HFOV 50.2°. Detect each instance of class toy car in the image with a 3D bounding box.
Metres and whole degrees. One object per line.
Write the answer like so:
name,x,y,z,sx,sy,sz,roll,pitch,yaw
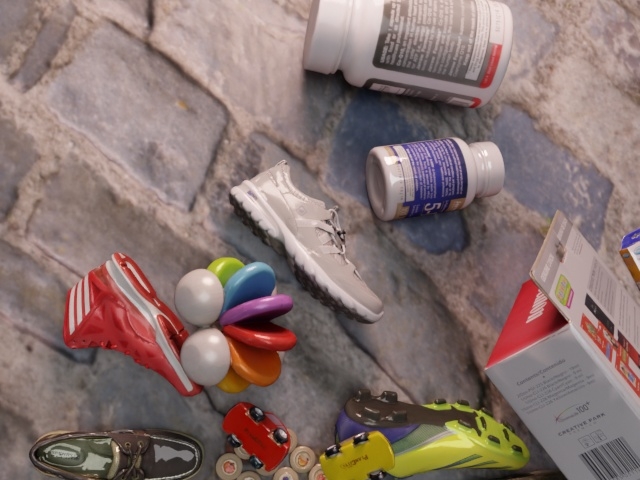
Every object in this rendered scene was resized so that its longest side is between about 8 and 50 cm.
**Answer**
toy car,-0.096,0.107,0.901,0.159,0.136,0.181,4,75,-53
toy car,-0.022,0.338,0.911,0.239,0.053,0.224,7,94,18

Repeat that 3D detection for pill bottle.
pill bottle,0.171,-0.096,1.021,0.187,0.112,0.111,-9,82,-11
pill bottle,0.125,-0.301,1.023,0.284,0.161,0.161,9,79,-9

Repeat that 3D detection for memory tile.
memory tile,-0.062,0.324,0.957,0.148,0.012,0.113,43,76,-1

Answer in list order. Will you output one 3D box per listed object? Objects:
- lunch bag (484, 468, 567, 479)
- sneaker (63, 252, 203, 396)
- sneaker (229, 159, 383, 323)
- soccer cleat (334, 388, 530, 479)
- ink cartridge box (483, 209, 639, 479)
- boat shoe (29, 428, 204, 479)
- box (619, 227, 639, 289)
lunch bag,0.324,0.398,0.900,0.287,0.235,0.168,7,82,-9
sneaker,-0.261,0.138,0.932,0.128,0.087,0.221,-33,88,3
sneaker,0.000,0.000,0.977,0.115,0.105,0.281,-43,89,-14
soccer cleat,0.157,0.293,0.979,0.289,0.093,0.121,13,109,-12
ink cartridge box,0.337,0.130,0.915,0.130,0.309,0.271,-38,88,30
boat shoe,-0.265,0.288,0.894,0.224,0.073,0.080,6,79,-9
box,0.548,0.043,1.111,0.081,0.028,0.136,-26,88,-13
